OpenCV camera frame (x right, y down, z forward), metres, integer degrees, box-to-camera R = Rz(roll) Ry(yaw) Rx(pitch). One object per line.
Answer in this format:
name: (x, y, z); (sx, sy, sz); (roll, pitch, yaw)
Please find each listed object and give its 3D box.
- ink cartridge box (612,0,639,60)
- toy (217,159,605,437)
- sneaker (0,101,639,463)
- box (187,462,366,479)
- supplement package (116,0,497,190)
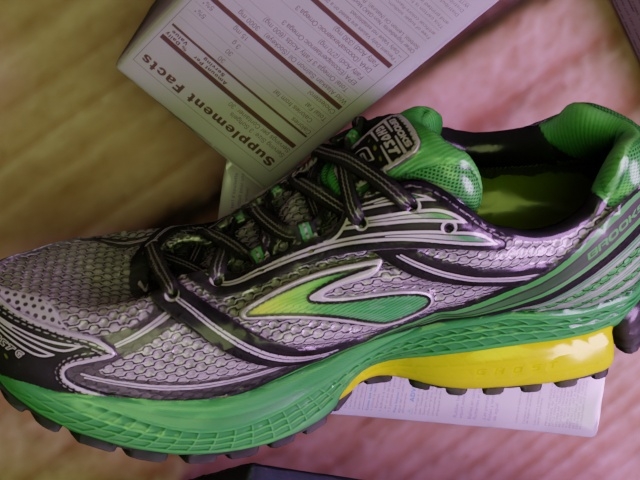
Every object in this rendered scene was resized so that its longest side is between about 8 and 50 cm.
ink cartridge box: (0.307, -0.145, 0.804); (0.239, 0.060, 0.275); (-31, 106, -5)
toy: (0.052, 0.032, 0.774); (0.237, 0.056, 0.137); (7, 97, -9)
sneaker: (0.000, 0.000, 0.648); (0.343, 0.134, 0.146); (-11, 132, -12)
box: (0.065, 0.313, 0.706); (0.312, 0.179, 0.343); (11, 74, -15)
supplement package: (0.002, -0.129, 0.662); (0.105, 0.105, 0.179); (39, 130, -18)
